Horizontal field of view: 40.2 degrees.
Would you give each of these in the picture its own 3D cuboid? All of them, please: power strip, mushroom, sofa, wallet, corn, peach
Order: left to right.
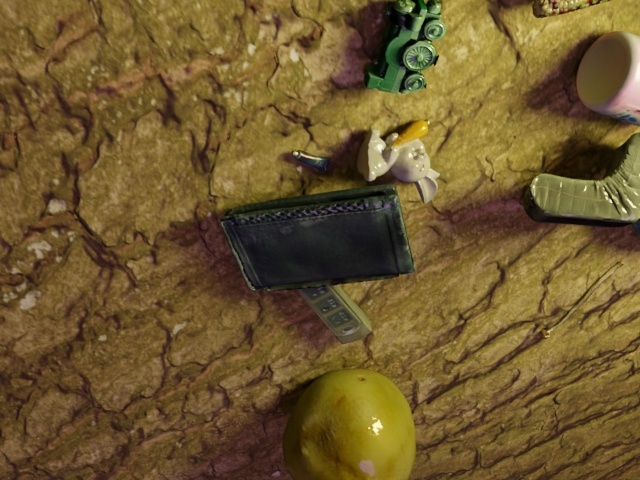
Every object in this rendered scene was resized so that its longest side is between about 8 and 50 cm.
[{"bbox_3d":[0.000,0.000,1.705,0.342,0.075,0.237,-8,136,10],"label":"wallet"},{"bbox_3d":[0.023,0.135,1.904,0.080,0.048,0.286,-29,133,9],"label":"power strip"},{"bbox_3d":[0.080,0.473,2.074,0.314,0.315,0.281,-43,147,13],"label":"peach"},{"bbox_3d":[0.636,0.147,2.134,0.026,0.028,0.286,42,117,4],"label":"mushroom"},{"bbox_3d":[0.521,-0.122,1.726,0.225,0.176,0.210,5,178,11],"label":"sofa"},{"bbox_3d":[0.471,-0.440,1.461,0.253,0.086,0.086,-18,136,4],"label":"corn"}]

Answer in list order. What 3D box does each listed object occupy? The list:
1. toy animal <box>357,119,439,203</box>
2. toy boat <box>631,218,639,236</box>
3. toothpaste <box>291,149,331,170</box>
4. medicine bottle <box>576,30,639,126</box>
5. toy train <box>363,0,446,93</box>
[{"bbox_3d":[0.162,-0.152,1.653,0.182,0.131,0.127,10,162,-17],"label":"toy animal"},{"bbox_3d":[0.769,-0.070,1.861,0.215,0.123,0.330,-30,145,14],"label":"toy boat"},{"bbox_3d":[-0.018,-0.152,1.628,0.083,0.019,0.027,18,102,-32],"label":"toothpaste"},{"bbox_3d":[0.611,-0.282,1.610,0.254,0.152,0.152,12,128,-28],"label":"medicine bottle"},{"bbox_3d":[0.144,-0.328,1.475,0.104,0.071,0.178,8,132,-11],"label":"toy train"}]
